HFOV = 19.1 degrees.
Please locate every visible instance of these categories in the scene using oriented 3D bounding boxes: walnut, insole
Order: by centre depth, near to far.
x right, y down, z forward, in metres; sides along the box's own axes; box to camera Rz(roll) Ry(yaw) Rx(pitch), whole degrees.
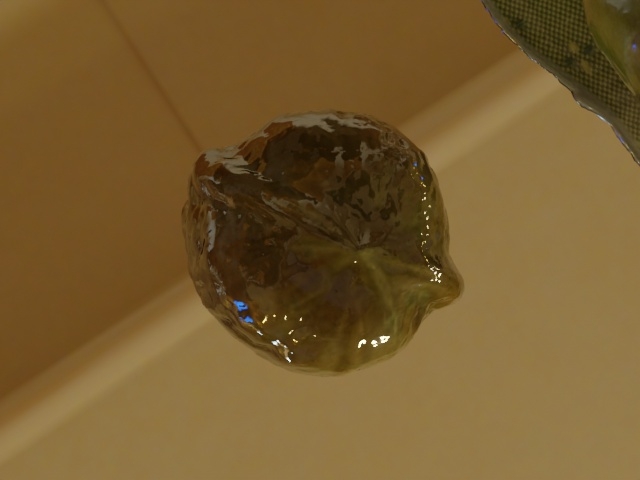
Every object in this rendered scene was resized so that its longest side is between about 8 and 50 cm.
[{"bbox_3d":[0.197,-0.117,1.221,0.109,0.322,0.007,-37,-172,6],"label":"insole"},{"bbox_3d":[0.000,0.000,1.652,0.227,0.283,0.283,-64,-177,-2],"label":"walnut"}]

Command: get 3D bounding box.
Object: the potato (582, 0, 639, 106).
[{"bbox_3d":[0.232,-0.111,0.911,0.186,0.148,0.253,-29,-145,-1],"label":"potato"}]
